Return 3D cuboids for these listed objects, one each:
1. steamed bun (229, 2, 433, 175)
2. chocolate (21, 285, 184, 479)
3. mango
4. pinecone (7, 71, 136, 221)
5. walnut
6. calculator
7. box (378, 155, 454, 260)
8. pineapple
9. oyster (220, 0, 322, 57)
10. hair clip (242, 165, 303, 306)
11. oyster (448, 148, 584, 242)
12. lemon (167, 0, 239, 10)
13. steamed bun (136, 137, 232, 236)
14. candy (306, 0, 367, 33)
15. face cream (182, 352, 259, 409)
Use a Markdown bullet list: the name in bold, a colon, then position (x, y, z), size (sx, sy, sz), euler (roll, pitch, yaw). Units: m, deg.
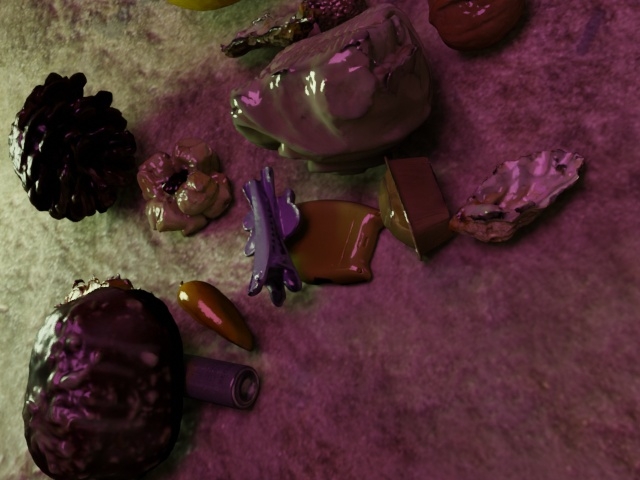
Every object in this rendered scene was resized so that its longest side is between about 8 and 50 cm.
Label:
- **steamed bun**: position (0.038, -0.224, 1.688), size (0.346, 0.237, 0.394), euler (-32, 16, -8)
- **chocolate**: position (-0.373, 0.244, 1.654), size (0.225, 0.210, 0.340), euler (4, 90, 39)
- **mango**: position (-0.179, 0.126, 1.730), size (0.187, 0.101, 0.066), euler (39, 90, 32)
- **pinecone**: position (-0.494, -0.182, 2.021), size (0.242, 0.298, 0.296), euler (-18, 53, -24)
- **walnut**: position (0.258, -0.399, 1.695), size (0.166, 0.149, 0.166), euler (-1, 87, 17)
- **calculator**: position (0.000, 0.000, 1.721), size (0.236, 0.033, 0.157), euler (3, 68, 39)
- **box**: position (0.145, -0.056, 1.607), size (0.111, 0.111, 0.177), euler (-29, 51, 19)
- **pineapple**: position (-0.419, 0.169, 1.884), size (0.236, 0.114, 0.186), euler (-41, 48, 22)
- **oyster**: position (-0.089, -0.392, 1.920), size (0.129, 0.078, 0.345), euler (-32, 18, -25)
- **hair clip**: position (-0.089, 0.002, 1.722), size (0.137, 0.090, 0.278), euler (-40, 35, 33)
- **oyster**: position (0.306, -0.063, 1.526), size (0.209, 0.072, 0.133), euler (-39, 39, -16)
- **lemon**: position (-0.232, -0.613, 2.065), size (0.297, 0.297, 0.297), euler (-17, 56, 27)
- **steamed bun**: position (-0.273, -0.103, 1.921), size (0.192, 0.106, 0.177), euler (-32, 49, 18)
- **candy**: position (0.028, -0.443, 1.919), size (0.110, 0.085, 0.095), euler (-19, 44, 13)
- **face cream**: position (-0.231, 0.229, 1.726), size (0.283, 0.073, 0.073), euler (5, 68, 37)
